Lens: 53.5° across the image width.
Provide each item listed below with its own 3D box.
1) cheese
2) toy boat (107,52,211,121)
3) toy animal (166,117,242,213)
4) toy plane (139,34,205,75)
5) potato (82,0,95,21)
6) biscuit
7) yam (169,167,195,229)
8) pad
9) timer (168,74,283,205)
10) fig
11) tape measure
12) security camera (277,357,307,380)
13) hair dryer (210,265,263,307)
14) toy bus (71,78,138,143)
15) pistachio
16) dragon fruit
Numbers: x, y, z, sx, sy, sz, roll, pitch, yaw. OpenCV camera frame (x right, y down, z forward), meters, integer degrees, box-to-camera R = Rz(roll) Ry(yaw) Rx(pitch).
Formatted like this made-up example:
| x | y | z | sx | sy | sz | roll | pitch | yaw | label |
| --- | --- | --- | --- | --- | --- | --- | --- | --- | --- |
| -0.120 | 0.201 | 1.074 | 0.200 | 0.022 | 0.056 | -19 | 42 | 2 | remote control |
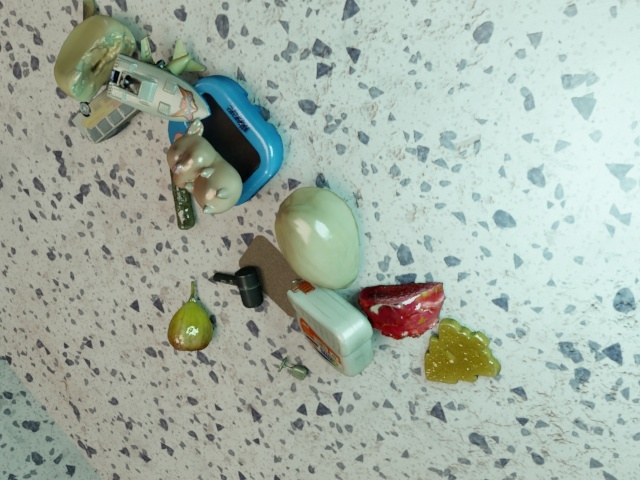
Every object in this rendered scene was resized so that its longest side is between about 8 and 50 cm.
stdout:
| x | y | z | sx | sy | sz | roll | pitch | yaw | label |
| --- | --- | --- | --- | --- | --- | --- | --- | --- | --- |
| -0.669 | -0.538 | 1.871 | 0.266 | 0.127 | 0.233 | -51 | 45 | 4 | cheese |
| -0.436 | -0.402 | 1.737 | 0.295 | 0.088 | 0.129 | 23 | 108 | 2 | toy boat |
| -0.317 | -0.186 | 1.734 | 0.166 | 0.154 | 0.250 | -42 | 80 | 19 | toy animal |
| -0.459 | -0.463 | 1.824 | 0.244 | 0.092 | 0.229 | -36 | 119 | 9 | toy plane |
| -0.706 | -0.703 | 1.941 | 0.037 | 0.036 | 0.093 | -3 | 81 | -8 | potato |
| 0.376 | 0.324 | 1.769 | 0.212 | 0.041 | 0.238 | 43 | 128 | 0 | biscuit |
| -0.446 | -0.168 | 2.030 | 0.061 | 0.061 | 0.274 | 10 | 117 | 28 | yam |
| -0.138 | 0.116 | 2.011 | 0.266 | 0.002 | 0.176 | 43 | 128 | 7 | pad |
| -0.271 | -0.283 | 1.826 | 0.340 | 0.115 | 0.309 | 51 | 129 | 1 | timer |
| -0.454 | 0.264 | 2.213 | 0.159 | 0.159 | 0.257 | 12 | 101 | 27 | fig |
| 0.038 | 0.250 | 1.847 | 0.258 | 0.130 | 0.265 | 35 | 151 | 37 | tape measure |
| -0.089 | 0.431 | 2.113 | 0.092 | 0.058 | 0.058 | 25 | 125 | 5 | security camera |
| -0.284 | 0.142 | 2.078 | 0.219 | 0.071 | 0.124 | 10 | 120 | 37 | hair dryer |
| -0.644 | -0.429 | 2.004 | 0.342 | 0.097 | 0.138 | -26 | 104 | 37 | toy bus |
| 0.000 | 0.000 | 1.754 | 0.226 | 0.208 | 0.331 | -24 | 115 | 2 | pistachio |
| 0.207 | 0.194 | 1.755 | 0.262 | 0.189 | 0.163 | -5 | 80 | 37 | dragon fruit |
